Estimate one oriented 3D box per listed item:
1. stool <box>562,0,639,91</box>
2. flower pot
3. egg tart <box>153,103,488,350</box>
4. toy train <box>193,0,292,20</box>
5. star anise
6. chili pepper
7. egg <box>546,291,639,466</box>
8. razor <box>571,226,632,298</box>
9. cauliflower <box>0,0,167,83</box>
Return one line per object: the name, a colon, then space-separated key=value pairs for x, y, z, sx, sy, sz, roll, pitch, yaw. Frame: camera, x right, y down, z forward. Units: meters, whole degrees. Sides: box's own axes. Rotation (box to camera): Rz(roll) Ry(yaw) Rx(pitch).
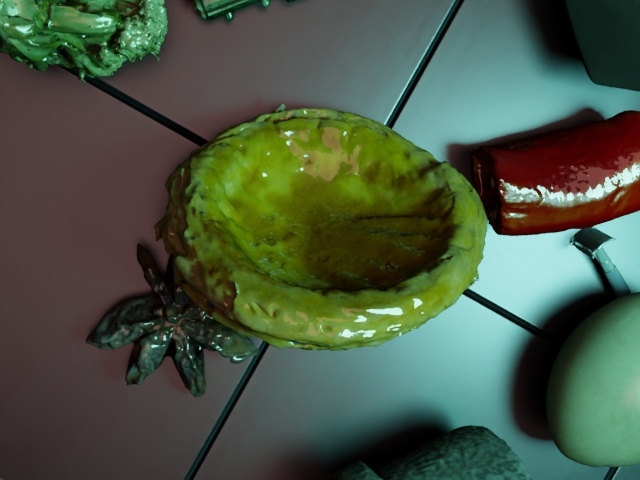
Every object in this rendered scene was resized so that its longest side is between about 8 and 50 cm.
stool: x=0.413 y=-0.289 z=1.328 sx=0.232 sy=0.141 sz=0.232 roll=6 pitch=107 yaw=20
flower pot: x=0.126 y=0.399 z=1.332 sx=0.283 sy=0.299 sz=0.299 roll=-23 pitch=98 yaw=-13
egg tart: x=0.000 y=0.000 z=1.272 sx=0.388 sy=0.387 sz=0.169 roll=-3 pitch=133 yaw=-7
toy train: x=-0.093 y=-0.326 z=1.330 sx=0.171 sy=0.071 sz=0.111 roll=-22 pitch=105 yaw=-4
star anise: x=-0.166 y=0.101 z=1.356 sx=0.197 sy=0.073 sz=0.212 roll=28 pitch=92 yaw=-9
chili pepper: x=0.368 y=-0.093 z=1.371 sx=0.338 sy=0.134 sz=0.131 roll=-14 pitch=94 yaw=-3
egg: x=0.389 y=0.175 z=1.375 sx=0.253 sy=0.186 sz=0.186 roll=-43 pitch=99 yaw=-4
razor: x=0.383 y=0.049 z=1.436 sx=0.040 sy=0.068 sz=0.135 roll=-34 pitch=109 yaw=-1
cauliflower: x=-0.312 y=-0.276 z=1.207 sx=0.275 sy=0.250 sz=0.272 roll=-7 pitch=126 yaw=19
